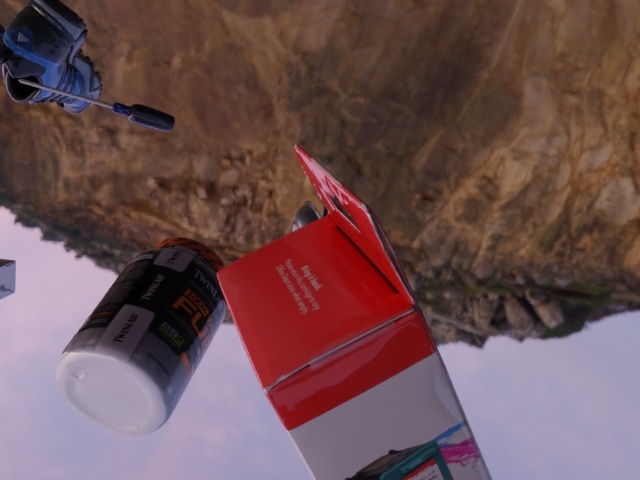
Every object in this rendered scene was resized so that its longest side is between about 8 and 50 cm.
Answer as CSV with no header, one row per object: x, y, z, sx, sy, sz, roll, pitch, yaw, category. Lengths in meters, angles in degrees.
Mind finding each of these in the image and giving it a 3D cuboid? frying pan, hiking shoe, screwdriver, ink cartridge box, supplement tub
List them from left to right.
-0.618,0.062,1.313,0.180,0.060,0.104,5,-170,5,ink cartridge box
-0.416,-0.256,1.175,0.113,0.304,0.132,41,-105,4,hiking shoe
-0.240,-0.149,0.858,0.170,0.024,0.025,12,-159,-29,screwdriver
-0.166,0.086,0.779,0.117,0.117,0.190,16,-141,6,supplement tub
0.010,0.028,1.176,0.053,0.197,0.326,-21,179,-8,frying pan
0.018,0.078,0.408,0.078,0.231,0.134,-28,-156,-6,ink cartridge box

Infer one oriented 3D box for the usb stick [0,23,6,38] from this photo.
-0.604,-0.346,1.243,0.077,0.045,0.278,45,-164,5,usb stick
